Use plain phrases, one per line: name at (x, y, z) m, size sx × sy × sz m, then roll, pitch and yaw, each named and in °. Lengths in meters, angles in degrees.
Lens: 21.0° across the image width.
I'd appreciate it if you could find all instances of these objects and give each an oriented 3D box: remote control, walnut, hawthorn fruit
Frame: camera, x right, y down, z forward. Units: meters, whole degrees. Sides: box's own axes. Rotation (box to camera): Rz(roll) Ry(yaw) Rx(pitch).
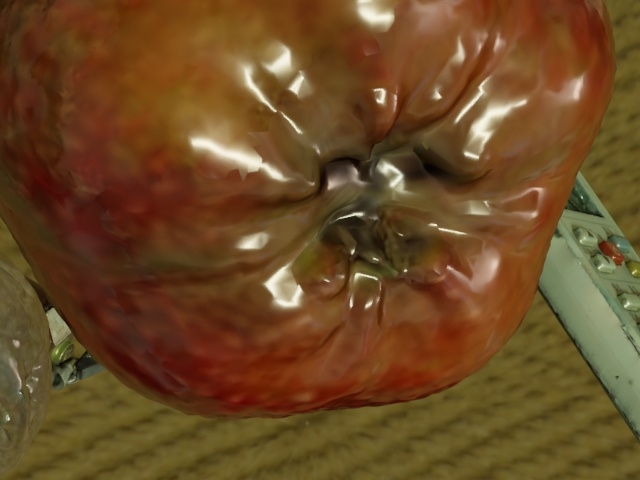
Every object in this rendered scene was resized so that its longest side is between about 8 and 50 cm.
remote control at (0.208, 0.044, 1.232) m, size 0.050 × 0.145 × 0.344 m, roll -40°, pitch 69°, yaw 21°
walnut at (-0.306, 0.107, 1.445) m, size 0.178 × 0.178 × 0.230 m, roll -11°, pitch 116°, yaw -2°
hawthorn fruit at (-0.023, -0.053, 0.441) m, size 0.162 × 0.203 × 0.163 m, roll -13°, pitch 123°, yaw -21°

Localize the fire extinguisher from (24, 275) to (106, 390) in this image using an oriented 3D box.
fire extinguisher at (-0.311, 0.061, 1.613) m, size 0.269 × 0.105 × 0.105 m, roll 28°, pitch 84°, yaw 12°
